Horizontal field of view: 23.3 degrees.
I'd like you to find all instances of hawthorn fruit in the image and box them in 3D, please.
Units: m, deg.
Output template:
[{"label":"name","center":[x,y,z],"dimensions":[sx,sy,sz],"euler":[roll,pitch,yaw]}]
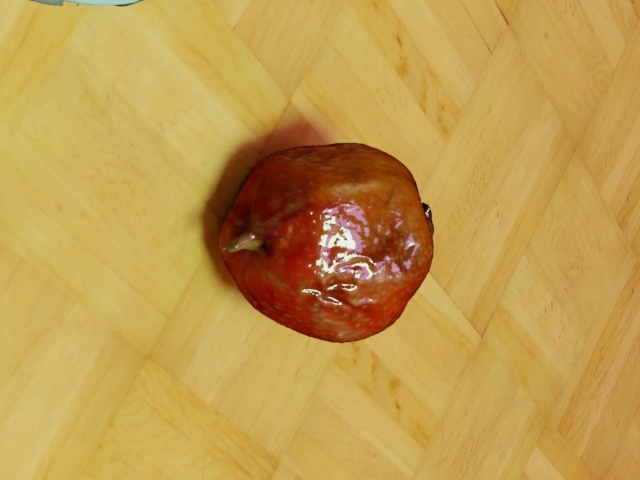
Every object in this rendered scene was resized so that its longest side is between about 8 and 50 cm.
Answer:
[{"label":"hawthorn fruit","center":[0.010,-0.003,1.282],"dimensions":[0.173,0.173,0.179],"euler":[-61,146,-16]}]

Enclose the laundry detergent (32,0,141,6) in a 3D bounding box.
[{"label":"laundry detergent","center":[-0.166,-0.271,0.771],"dimensions":[0.287,0.305,0.287],"euler":[-29,128,-46]}]
